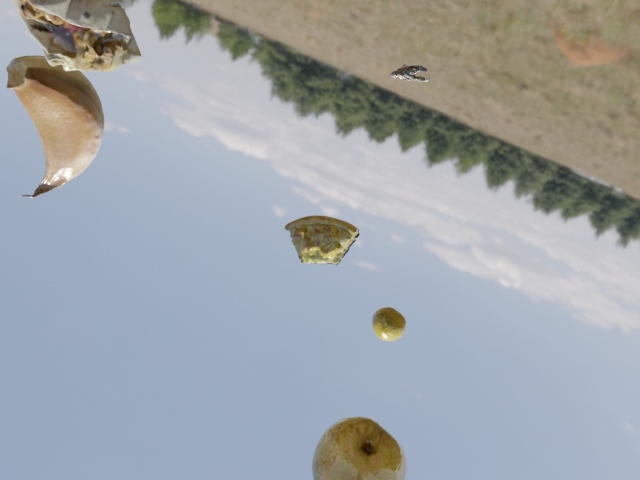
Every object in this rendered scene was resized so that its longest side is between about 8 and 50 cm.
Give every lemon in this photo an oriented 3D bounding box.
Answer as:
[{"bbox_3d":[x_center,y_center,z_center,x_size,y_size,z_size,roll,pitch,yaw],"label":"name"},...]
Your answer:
[{"bbox_3d":[0.132,0.160,1.599,0.065,0.065,0.092,29,174,33],"label":"lemon"}]

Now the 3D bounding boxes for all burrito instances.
[{"bbox_3d":[-0.286,-0.332,0.753,0.117,0.392,0.076,-32,-166,-38],"label":"burrito"}]

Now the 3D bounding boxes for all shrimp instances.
[{"bbox_3d":[0.206,-0.384,1.913,0.092,0.038,0.029,9,-177,7],"label":"shrimp"}]

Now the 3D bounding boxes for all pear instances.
[{"bbox_3d":[0.068,0.387,1.451,0.178,0.178,0.178,22,-170,-4],"label":"pear"}]

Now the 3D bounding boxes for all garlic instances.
[{"bbox_3d":[-0.364,-0.168,1.195,0.115,0.206,0.128,5,-148,7],"label":"garlic"}]

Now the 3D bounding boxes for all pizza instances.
[{"bbox_3d":[0.000,0.000,1.640,0.160,0.099,0.036,5,-175,30],"label":"pizza"}]
